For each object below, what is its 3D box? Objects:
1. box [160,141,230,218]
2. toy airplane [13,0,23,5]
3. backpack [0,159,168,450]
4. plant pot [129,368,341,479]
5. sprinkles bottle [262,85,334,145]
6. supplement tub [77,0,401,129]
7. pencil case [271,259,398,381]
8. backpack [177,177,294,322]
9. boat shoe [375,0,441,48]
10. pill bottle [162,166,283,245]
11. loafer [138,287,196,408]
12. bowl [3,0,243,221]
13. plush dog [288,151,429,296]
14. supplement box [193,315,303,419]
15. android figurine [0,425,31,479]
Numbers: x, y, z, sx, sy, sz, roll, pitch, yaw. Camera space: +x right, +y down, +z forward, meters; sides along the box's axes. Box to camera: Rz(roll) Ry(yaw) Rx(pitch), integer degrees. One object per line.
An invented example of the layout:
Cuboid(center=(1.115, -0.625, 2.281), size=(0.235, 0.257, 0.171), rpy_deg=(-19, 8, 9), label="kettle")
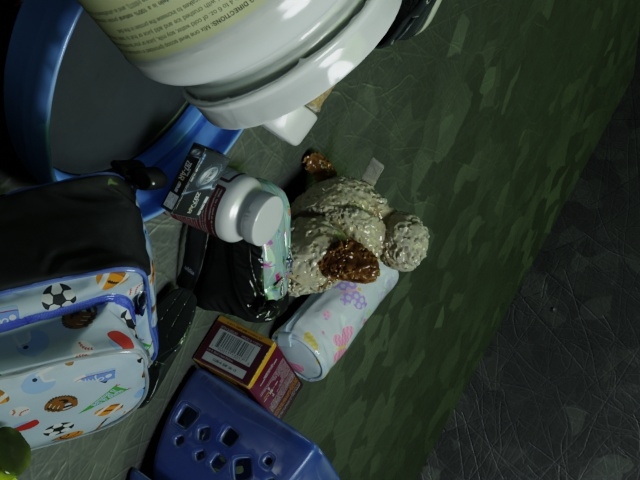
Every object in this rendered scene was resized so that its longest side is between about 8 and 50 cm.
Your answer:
Cuboid(center=(-0.142, -0.067, 1.165), size=(0.083, 0.018, 0.067), rpy_deg=(-61, 160, 5), label="box")
Cuboid(center=(-0.233, -0.266, 0.971), size=(0.151, 0.028, 0.151), rpy_deg=(-48, 152, -37), label="toy airplane")
Cuboid(center=(-0.259, 0.074, 0.919), size=(0.263, 0.276, 0.213), rpy_deg=(102, -22, -68), label="backpack")
Cuboid(center=(-0.131, 0.363, 1.521), size=(0.212, 0.236, 0.236), rpy_deg=(-53, 154, -16), label="plant pot")
Cuboid(center=(0.018, -0.296, 1.285), size=(0.355, 0.121, 0.121), rpy_deg=(-56, 157, 3), label="sprinkles bottle")
Cuboid(center=(-0.103, -0.266, 0.763), size=(0.325, 0.235, 0.235), rpy_deg=(51, 61, -32), label="supplement tub")
Cuboid(center=(0.028, 0.116, 1.773), size=(0.273, 0.113, 0.124), rpy_deg=(-51, 142, -33), label="pencil case")
Cuboid(center=(-0.107, 0.006, 1.371), size=(0.115, 0.152, 0.182), rpy_deg=(-35, 129, -59), label="backpack")
Cuboid(center=(0.123, -0.401, 1.460), size=(0.113, 0.127, 0.340), rpy_deg=(-40, 169, -27), label="boat shoe")
Cuboid(center=(-0.126, -0.049, 1.241), size=(0.086, 0.152, 0.086), rpy_deg=(-46, 149, -38), label="pill bottle")
Cuboid(center=(-0.216, 0.141, 1.358), size=(0.170, 0.062, 0.061), rpy_deg=(-60, 178, -7), label="loafer")
Cuboid(center=(-0.167, -0.200, 1.057), size=(0.391, 0.077, 0.391), rpy_deg=(-49, 159, -27), label="bowl")
Cuboid(center=(0.000, 0.000, 1.523), size=(0.210, 0.262, 0.225), rpy_deg=(63, 34, -18), label="plush dog")
Cuboid(center=(-0.108, 0.202, 1.571), size=(0.081, 0.104, 0.188), rpy_deg=(-58, 155, -18), label="supplement box")
Cuboid(center=(-0.379, 0.207, 0.846), size=(0.248, 0.273, 0.056), rpy_deg=(31, 40, -46), label="android figurine")
